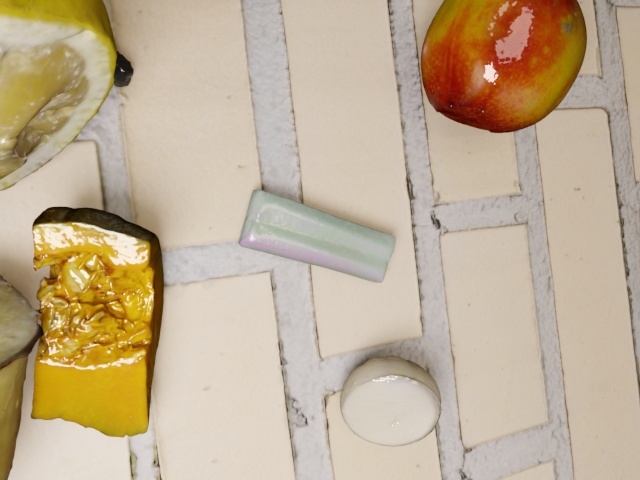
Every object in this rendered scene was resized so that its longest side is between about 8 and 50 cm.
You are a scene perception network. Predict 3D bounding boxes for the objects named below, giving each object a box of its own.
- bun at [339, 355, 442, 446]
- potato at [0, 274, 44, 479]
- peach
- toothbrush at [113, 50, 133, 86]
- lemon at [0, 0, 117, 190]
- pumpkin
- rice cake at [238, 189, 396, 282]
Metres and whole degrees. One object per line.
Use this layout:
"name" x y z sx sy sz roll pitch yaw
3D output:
"bun" 0.096 0.212 0.680 0.138 0.094 0.138 0 116 1
"potato" -0.422 0.171 0.424 0.301 0.289 0.237 -9 128 -42
"peach" 0.257 -0.268 0.692 0.231 0.231 0.230 1 87 -20
"toothbrush" -0.328 -0.314 0.578 0.297 0.031 0.030 53 47 -9
"lemon" -0.381 -0.209 0.394 0.365 0.364 0.363 1 87 -20
"pumpkin" -0.246 0.082 0.548 0.131 0.126 0.247 7 103 -19
"rice cake" 0.001 -0.001 0.677 0.222 0.042 0.080 17 80 -19
